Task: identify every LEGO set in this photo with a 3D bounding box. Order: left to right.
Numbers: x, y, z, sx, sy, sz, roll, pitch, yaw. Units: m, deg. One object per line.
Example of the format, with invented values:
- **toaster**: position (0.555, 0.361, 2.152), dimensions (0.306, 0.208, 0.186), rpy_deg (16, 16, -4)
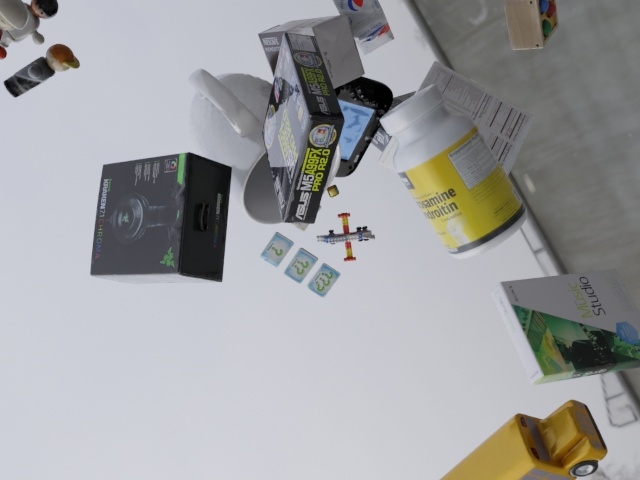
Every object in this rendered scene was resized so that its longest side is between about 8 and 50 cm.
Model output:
- **LEGO set**: position (0.000, 0.000, 1.704), dimensions (0.182, 0.244, 0.060), rpy_deg (34, -162, -7)

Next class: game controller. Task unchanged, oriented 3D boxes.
- **game controller**: position (0.055, -0.282, 1.896), dimensions (0.167, 0.319, 0.067), rpy_deg (20, -134, -9)

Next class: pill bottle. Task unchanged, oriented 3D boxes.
- **pill bottle**: position (0.146, -0.079, 0.861), dimensions (0.184, 0.103, 0.103), rpy_deg (56, -159, -9)

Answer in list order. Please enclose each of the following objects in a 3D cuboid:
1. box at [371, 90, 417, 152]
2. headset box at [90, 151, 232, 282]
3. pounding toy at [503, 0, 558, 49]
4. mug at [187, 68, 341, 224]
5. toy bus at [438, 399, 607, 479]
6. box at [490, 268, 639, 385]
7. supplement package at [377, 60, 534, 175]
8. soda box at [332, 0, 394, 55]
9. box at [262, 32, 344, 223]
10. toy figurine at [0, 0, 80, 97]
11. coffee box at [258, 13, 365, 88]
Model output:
- **box**: position (0.283, -0.326, 2.077), dimensions (0.242, 0.308, 0.076), rpy_deg (48, 152, 50)
- **headset box**: position (-0.320, -0.038, 1.566), dimensions (0.131, 0.283, 0.246), rpy_deg (17, -105, -54)
- **pounding toy**: position (0.525, -0.602, 1.861), dimensions (0.181, 0.094, 0.206), rpy_deg (-50, -47, -39)
- **mug**: position (-0.174, -0.260, 1.761), dimensions (0.328, 0.276, 0.374), rpy_deg (46, 180, 32)
- **toy bus**: position (0.340, 0.409, 1.346), dimensions (0.130, 0.332, 0.108), rpy_deg (21, -145, -24)
- **box**: position (0.560, 0.183, 1.667), dimensions (0.322, 0.058, 0.232), rpy_deg (-6, -124, -20)
- **supplement package**: position (0.309, -0.232, 1.764), dimensions (0.263, 0.199, 0.198), rpy_deg (29, -113, 0)
- **soda box**: position (0.104, -0.525, 1.801), dimensions (0.098, 0.091, 0.286), rpy_deg (63, -170, 3)
- **box**: position (-0.037, -0.195, 1.307), dimensions (0.060, 0.216, 0.270), rpy_deg (3, -138, -17)
- **toy figurine**: position (-0.529, -0.375, 1.298), dimensions (0.209, 0.148, 0.213), rpy_deg (41, -159, -60)
- **coffee box**: position (-0.024, -0.422, 1.714), dimensions (0.246, 0.098, 0.141), rpy_deg (20, 134, 56)
